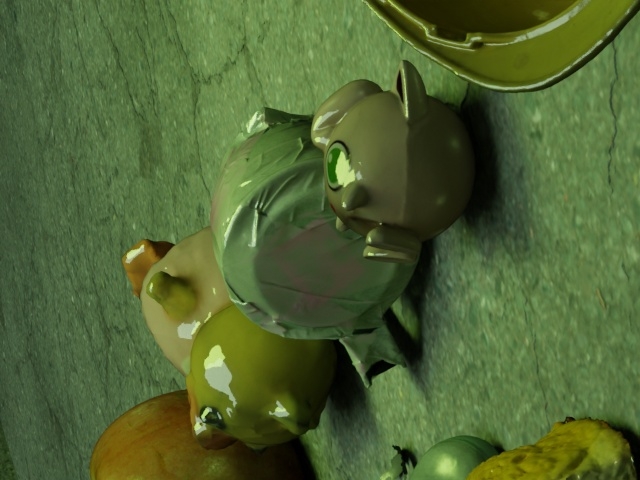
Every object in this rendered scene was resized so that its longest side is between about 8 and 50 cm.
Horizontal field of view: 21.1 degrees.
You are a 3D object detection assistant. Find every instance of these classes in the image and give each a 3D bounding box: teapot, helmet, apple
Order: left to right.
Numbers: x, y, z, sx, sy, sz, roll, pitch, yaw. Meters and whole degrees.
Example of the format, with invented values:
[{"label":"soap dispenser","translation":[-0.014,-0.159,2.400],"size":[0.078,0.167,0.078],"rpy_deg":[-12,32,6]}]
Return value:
[{"label":"apple","translation":[-0.135,0.274,1.787],"size":[0.253,0.253,0.254],"rpy_deg":[170,90,-70]},{"label":"teapot","translation":[0.008,-0.011,1.429],"size":[0.163,0.221,0.178],"rpy_deg":[-49,29,14]},{"label":"helmet","translation":[0.126,-0.198,0.980],"size":[0.205,0.140,0.257],"rpy_deg":[-47,62,26]}]

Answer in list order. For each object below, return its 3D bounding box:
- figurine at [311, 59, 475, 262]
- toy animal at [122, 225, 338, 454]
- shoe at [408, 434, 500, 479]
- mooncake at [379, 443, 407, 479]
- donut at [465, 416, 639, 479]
[{"label":"figurine","translation":[0.053,-0.055,1.267],"size":[0.125,0.125,0.138],"rpy_deg":[163,109,-70]},{"label":"toy animal","translation":[-0.072,0.096,1.646],"size":[0.169,0.195,0.281],"rpy_deg":[-45,40,17]},{"label":"shoe","translation":[0.071,0.269,1.304],"size":[0.103,0.100,0.251],"rpy_deg":[9,88,50]},{"label":"mooncake","translation":[0.107,0.289,1.376],"size":[0.150,0.057,0.347],"rpy_deg":[-62,38,41]},{"label":"donut","translation":[0.151,0.231,1.189],"size":[0.152,0.101,0.259],"rpy_deg":[-127,29,-62]}]
